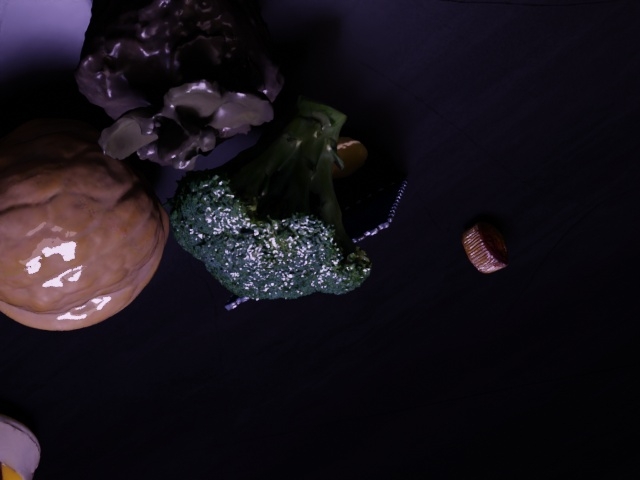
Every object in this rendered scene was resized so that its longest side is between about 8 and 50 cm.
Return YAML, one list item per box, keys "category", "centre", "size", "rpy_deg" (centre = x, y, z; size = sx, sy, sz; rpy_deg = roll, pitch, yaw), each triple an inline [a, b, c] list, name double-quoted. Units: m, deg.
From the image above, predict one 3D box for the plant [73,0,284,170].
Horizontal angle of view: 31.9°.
- category: "plant"
  centre: [-0.160, -0.191, 1.314]
  size: [0.215, 0.312, 0.213]
  rpy_deg: [-31, 136, 16]

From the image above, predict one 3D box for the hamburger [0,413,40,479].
- category: "hamburger"
  centre: [-0.632, 0.372, 1.906]
  size: [0.295, 0.151, 0.227]
  rpy_deg: [14, 125, -15]

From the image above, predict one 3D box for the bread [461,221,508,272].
- category: "bread"
  centre: [0.269, 0.010, 1.784]
  size: [0.053, 0.085, 0.085]
  rpy_deg: [-31, 134, 27]

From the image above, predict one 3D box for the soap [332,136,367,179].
- category: "soap"
  centre: [-0.017, -0.112, 1.626]
  size: [0.168, 0.033, 0.089]
  rpy_deg: [-7, 138, -7]

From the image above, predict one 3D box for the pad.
- category: "pad"
  centre: [0.000, 0.000, 1.610]
  size: [0.269, 0.269, 0.012]
  rpy_deg: [-29, 99, 14]

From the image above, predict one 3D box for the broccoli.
- category: "broccoli"
  centre: [-0.043, -0.050, 1.396]
  size: [0.269, 0.254, 0.269]
  rpy_deg: [-2, 95, -21]

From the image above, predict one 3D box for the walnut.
- category: "walnut"
  centre: [-0.348, -0.023, 1.480]
  size: [0.285, 0.285, 0.296]
  rpy_deg: [-7, 172, -6]
